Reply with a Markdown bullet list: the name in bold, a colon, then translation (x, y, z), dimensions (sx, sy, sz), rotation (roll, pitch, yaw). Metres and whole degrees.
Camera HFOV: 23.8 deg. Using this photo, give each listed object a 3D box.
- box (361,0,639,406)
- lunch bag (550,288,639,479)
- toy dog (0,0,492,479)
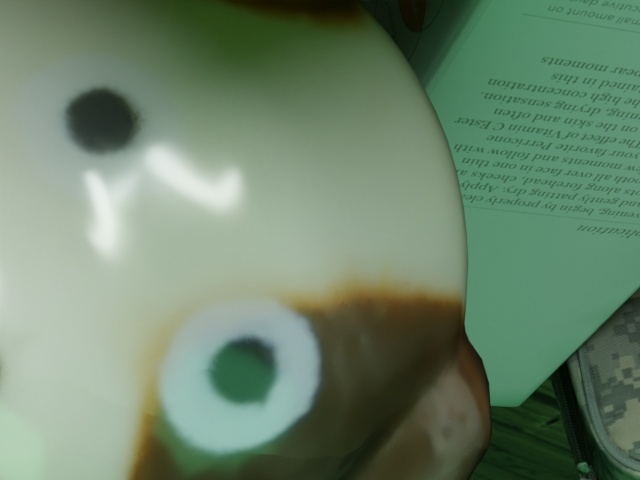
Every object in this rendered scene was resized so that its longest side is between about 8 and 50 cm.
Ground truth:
- **box**: translation (0.075, -0.096, 0.689), dimensions (0.168, 0.215, 0.345), rotation (6, 147, -20)
- **lunch bag**: translation (0.235, 0.052, 0.876), dimensions (0.212, 0.305, 0.256), rotation (-13, 147, 7)
- **toy dog**: translation (-0.126, 0.031, 0.554), dimensions (0.395, 0.285, 0.408), rotation (-10, 179, -41)
